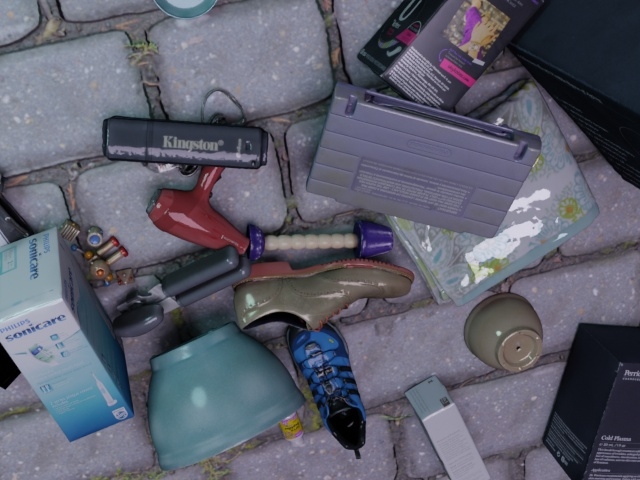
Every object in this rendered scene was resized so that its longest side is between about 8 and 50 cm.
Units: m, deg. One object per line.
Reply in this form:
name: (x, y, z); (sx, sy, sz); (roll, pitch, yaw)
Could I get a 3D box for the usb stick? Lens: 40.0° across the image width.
usb stick: (-0.228, -0.165, 1.487); (0.278, 0.045, 0.077); (3, 83, -7)

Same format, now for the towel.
towel: (0.318, -0.078, 1.690); (0.374, 0.090, 0.320); (-34, 116, 2)

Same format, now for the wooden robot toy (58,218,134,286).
wooden robot toy: (-0.392, 0.033, 1.573); (0.076, 0.079, 0.173); (-36, 116, 3)

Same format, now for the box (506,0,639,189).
box: (0.626, -0.236, 1.440); (0.472, 0.480, 0.297); (34, 101, -34)

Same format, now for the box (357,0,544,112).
box: (0.216, -0.359, 1.505); (0.143, 0.165, 0.270); (37, 100, -25)

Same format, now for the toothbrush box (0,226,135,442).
toothbrush box: (-0.441, 0.161, 1.510); (0.126, 0.216, 0.295); (-21, 128, -5)

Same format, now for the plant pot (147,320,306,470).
plant pot: (-0.200, 0.270, 1.629); (0.293, 0.293, 0.196); (-25, 89, -2)

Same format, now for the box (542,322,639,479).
box: (0.710, 0.365, 1.917); (0.343, 0.179, 0.312); (6, 112, -16)

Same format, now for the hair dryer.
hair dryer: (-0.204, -0.098, 1.546); (0.224, 0.080, 0.293); (-21, 108, -3)

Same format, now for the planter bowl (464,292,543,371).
planter bowl: (0.390, 0.203, 1.813); (0.162, 0.109, 0.162); (-5, 113, -11)

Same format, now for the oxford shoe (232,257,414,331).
oxford shoe: (0.008, 0.112, 1.653); (0.348, 0.130, 0.123); (-4, 156, -4)

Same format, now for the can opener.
can opener: (-0.251, 0.100, 1.596); (0.280, 0.093, 0.074); (-28, 138, 19)

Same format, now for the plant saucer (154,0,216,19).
plant saucer: (-0.224, -0.427, 1.452); (0.119, 0.021, 0.119); (-5, 114, -12)

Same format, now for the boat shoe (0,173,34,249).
boat shoe: (-0.560, -0.083, 1.487); (0.076, 0.080, 0.228); (-27, 117, -8)

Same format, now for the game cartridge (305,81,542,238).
game cartridge: (0.168, -0.131, 1.515); (0.355, 0.068, 0.230); (14, 139, -5)

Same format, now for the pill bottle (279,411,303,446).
pill bottle: (-0.060, 0.384, 1.817); (0.043, 0.043, 0.083); (-21, 115, -4)

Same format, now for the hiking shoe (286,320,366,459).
hiking shoe: (0.028, 0.281, 1.746); (0.113, 0.132, 0.304); (-27, 116, -1)

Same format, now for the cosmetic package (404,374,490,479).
cosmetic package: (0.270, 0.414, 1.869); (0.086, 0.117, 0.231); (-30, 115, -1)

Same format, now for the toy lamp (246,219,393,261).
toy lamp: (0.000, 0.000, 1.655); (0.275, 0.080, 0.080); (1, 112, -12)

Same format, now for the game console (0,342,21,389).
game console: (-0.693, 0.247, 1.611); (0.213, 0.044, 0.361); (40, 99, -24)
